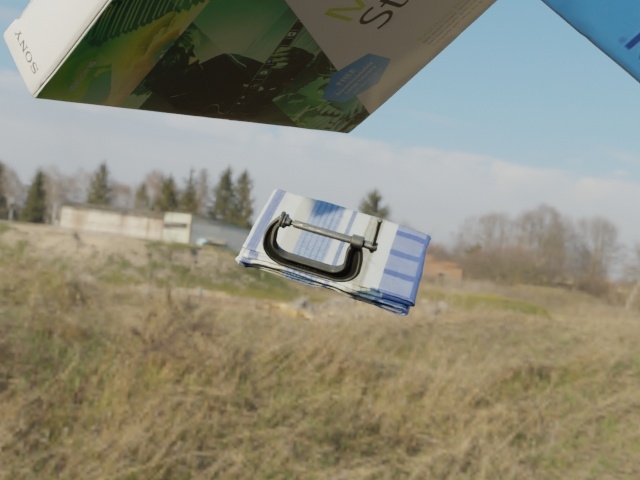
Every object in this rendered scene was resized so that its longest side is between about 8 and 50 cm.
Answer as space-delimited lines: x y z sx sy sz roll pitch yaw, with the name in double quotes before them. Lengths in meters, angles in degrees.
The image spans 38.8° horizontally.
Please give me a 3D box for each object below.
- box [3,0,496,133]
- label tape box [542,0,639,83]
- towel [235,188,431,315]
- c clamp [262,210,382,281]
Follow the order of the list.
"box" -0.010 -0.170 0.608 0.232 0.058 0.322 -40 -24 32
"label tape box" 0.121 -0.225 0.402 0.249 0.115 0.347 35 37 -10
"towel" 0.027 0.013 1.456 0.285 0.034 0.209 17 37 4
"c clamp" 0.000 0.000 1.206 0.161 0.022 0.137 12 -43 9
